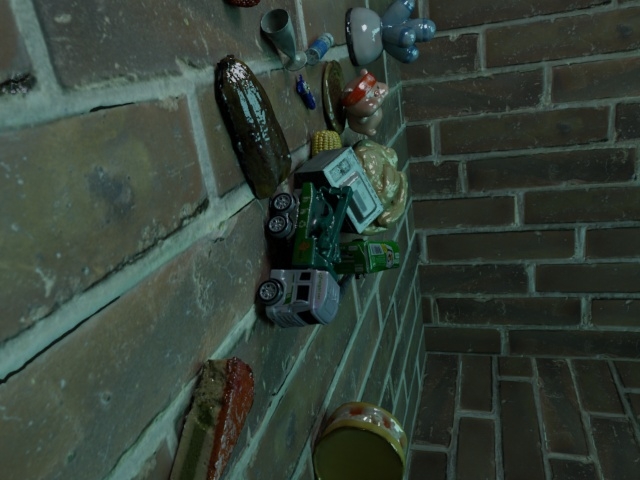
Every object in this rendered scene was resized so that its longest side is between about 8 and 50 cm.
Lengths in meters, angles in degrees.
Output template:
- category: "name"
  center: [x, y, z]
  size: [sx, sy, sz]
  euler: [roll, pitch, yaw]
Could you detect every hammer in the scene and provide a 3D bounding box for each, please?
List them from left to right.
- category: "hammer"
  center: [0.095, 0.130, 1.787]
  size: [0.427, 0.044, 0.152]
  euler: [-46, 132, -63]

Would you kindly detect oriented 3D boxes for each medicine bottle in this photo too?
- category: "medicine bottle"
  center: [-0.004, -0.587, 1.548]
  size: [0.191, 0.051, 0.051]
  euler: [-67, 149, -50]

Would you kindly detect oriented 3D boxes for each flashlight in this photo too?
- category: "flashlight"
  center: [-0.038, -0.418, 1.452]
  size: [0.121, 0.035, 0.057]
  euler: [52, 40, -60]

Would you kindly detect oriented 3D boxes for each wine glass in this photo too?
- category: "wine glass"
  center: [-0.088, -0.493, 1.264]
  size: [0.155, 0.073, 0.073]
  euler: [53, 39, -63]

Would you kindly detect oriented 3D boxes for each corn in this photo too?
- category: "corn"
  center: [0.020, -0.205, 1.513]
  size: [0.093, 0.093, 0.244]
  euler: [7, 81, -71]

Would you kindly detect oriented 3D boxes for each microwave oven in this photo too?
- category: "microwave oven"
  center: [0.051, -0.133, 1.385]
  size: [0.122, 0.162, 0.208]
  euler: [-43, 116, -23]

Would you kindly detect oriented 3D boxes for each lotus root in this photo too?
- category: "lotus root"
  center: [-0.130, -0.246, 1.101]
  size: [0.167, 0.078, 0.329]
  euler: [-76, 156, -43]

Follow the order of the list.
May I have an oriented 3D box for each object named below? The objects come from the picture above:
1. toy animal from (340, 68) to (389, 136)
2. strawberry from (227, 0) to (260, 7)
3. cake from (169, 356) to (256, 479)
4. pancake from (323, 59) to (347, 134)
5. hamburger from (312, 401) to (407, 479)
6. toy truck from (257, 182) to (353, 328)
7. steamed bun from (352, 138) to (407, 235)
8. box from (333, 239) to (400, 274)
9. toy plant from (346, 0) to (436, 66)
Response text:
- category: "toy animal"
  center: [0.148, -0.472, 1.730]
  size: [0.198, 0.171, 0.171]
  euler: [73, 23, -53]
- category: "strawberry"
  center: [-0.166, -0.520, 1.058]
  size: [0.083, 0.073, 0.073]
  euler: [-36, 131, -24]
- category: "cake"
  center: [-0.177, 0.323, 0.885]
  size: [0.117, 0.086, 0.221]
  euler: [55, 36, -54]
- category: "pancake"
  center: [0.054, -0.486, 1.740]
  size: [0.250, 0.031, 0.250]
  euler: [-2, 90, -72]
- category: "hamburger"
  center: [0.119, 0.628, 1.496]
  size: [0.186, 0.260, 0.303]
  euler: [-42, 146, -71]
- category: "toy truck"
  center: [-0.032, 0.026, 1.217]
  size: [0.176, 0.177, 0.364]
  euler: [55, 40, -58]
- category: "steamed bun"
  center: [0.193, -0.192, 1.831]
  size: [0.372, 0.230, 0.325]
  euler: [-50, 132, -60]
- category: "box"
  center: [0.137, 0.054, 1.650]
  size: [0.250, 0.180, 0.103]
  euler: [1, 86, -58]
- category: "toy plant"
  center: [0.285, -0.818, 1.996]
  size: [0.247, 0.332, 0.247]
  euler: [-2, 90, -74]
